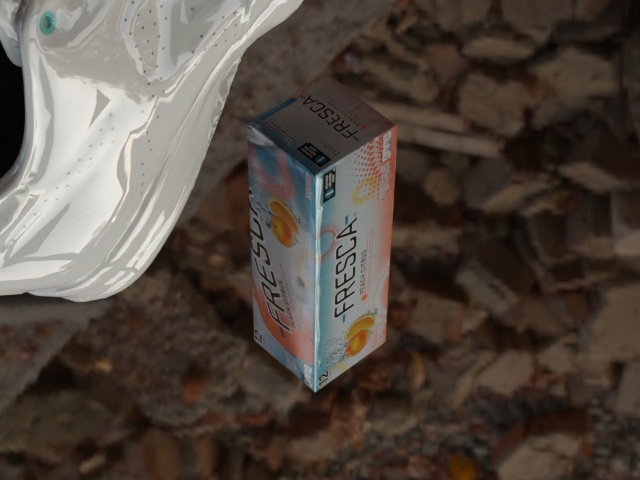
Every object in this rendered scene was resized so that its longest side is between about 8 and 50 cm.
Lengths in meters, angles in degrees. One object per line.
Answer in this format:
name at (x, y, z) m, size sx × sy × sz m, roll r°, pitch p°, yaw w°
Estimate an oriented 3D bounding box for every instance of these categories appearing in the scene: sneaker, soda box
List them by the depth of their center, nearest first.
sneaker at (-0.055, -0.078, 0.413) m, size 0.080 × 0.094 × 0.212 m, roll 31°, pitch 105°, yaw 31°
soda box at (0.000, 0.000, 0.888) m, size 0.058 × 0.063 × 0.183 m, roll 38°, pitch 146°, yaw 31°
